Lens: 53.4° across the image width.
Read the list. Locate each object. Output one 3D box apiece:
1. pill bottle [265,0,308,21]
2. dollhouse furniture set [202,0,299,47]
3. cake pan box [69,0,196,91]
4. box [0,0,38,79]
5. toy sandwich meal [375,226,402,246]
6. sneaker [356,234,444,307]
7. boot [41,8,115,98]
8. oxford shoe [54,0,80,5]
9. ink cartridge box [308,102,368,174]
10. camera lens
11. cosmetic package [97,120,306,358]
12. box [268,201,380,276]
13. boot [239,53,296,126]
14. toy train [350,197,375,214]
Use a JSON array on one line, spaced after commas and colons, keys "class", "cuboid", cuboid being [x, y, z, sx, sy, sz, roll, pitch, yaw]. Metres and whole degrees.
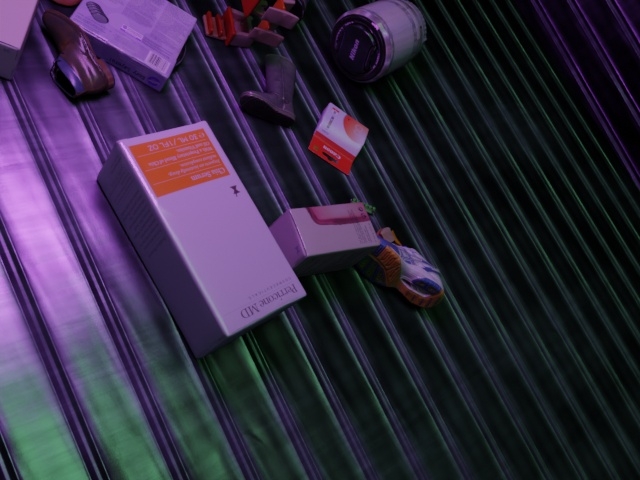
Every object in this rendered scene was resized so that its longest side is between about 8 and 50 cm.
[{"class": "pill bottle", "cuboid": [-0.090, -0.765, 1.936, 0.123, 0.123, 0.219, 27, 52, -21]}, {"class": "dollhouse furniture set", "cuboid": [-0.194, -0.635, 1.694, 0.135, 0.259, 0.262, 5, 62, -37]}, {"class": "cake pan box", "cuboid": [-0.457, -0.525, 1.573, 0.267, 0.070, 0.246, 27, 54, -21]}, {"class": "box", "cuboid": [-0.670, -0.493, 1.371, 0.094, 0.113, 0.275, 18, 54, -26]}, {"class": "toy sandwich meal", "cuboid": [0.189, 0.003, 1.760, 0.085, 0.029, 0.085, 17, 56, -27]}, {"class": "sneaker", "cuboid": [0.202, 0.062, 1.704, 0.296, 0.112, 0.131, 37, 32, -15]}, {"class": "boot", "cuboid": [-0.568, -0.416, 1.419, 0.219, 0.082, 0.106, 49, 45, -5]}, {"class": "oxford shoe", "cuboid": [-0.590, -0.746, 1.556, 0.130, 0.133, 0.364, 12, 59, -30]}, {"class": "ink cartridge box", "cuboid": [0.053, -0.294, 1.824, 0.145, 0.045, 0.179, 32, 48, -16]}, {"class": "camera lens", "cuboid": [0.180, -0.628, 1.986, 0.219, 0.219, 0.274, 52, 47, 1]}, {"class": "cosmetic package", "cuboid": [-0.255, -0.010, 1.359, 0.230, 0.161, 0.453, -26, 82, -42]}, {"class": "box", "cuboid": [0.000, 0.000, 1.545, 0.232, 0.148, 0.127, -7, 69, -39]}, {"class": "boot", "cuboid": [-0.138, -0.429, 1.742, 0.189, 0.076, 0.208, 22, 59, -42]}, {"class": "toy train", "cuboid": [0.118, -0.094, 1.773, 0.083, 0.017, 0.024, 23, 63, -24]}]
